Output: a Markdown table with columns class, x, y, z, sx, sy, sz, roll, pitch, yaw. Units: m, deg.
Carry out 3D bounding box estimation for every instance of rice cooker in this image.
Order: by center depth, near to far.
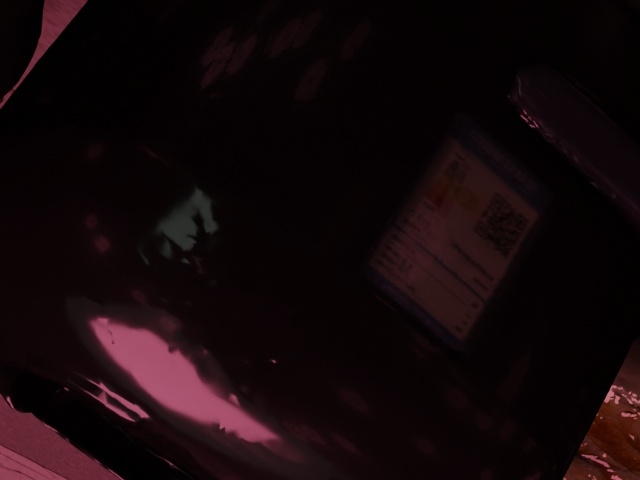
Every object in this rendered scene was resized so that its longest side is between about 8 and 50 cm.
| class | x | y | z | sx | sy | sz | roll | pitch | yaw |
| --- | --- | --- | --- | --- | --- | --- | --- | --- | --- |
| rice cooker | 0.000 | 0.000 | 0.712 | 0.267 | 0.224 | 0.267 | 28 | 162 | 10 |

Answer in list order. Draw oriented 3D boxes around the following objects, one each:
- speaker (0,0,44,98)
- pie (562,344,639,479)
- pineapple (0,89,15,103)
| class | x | y | z | sx | sy | sz | roll | pitch | yaw |
| --- | --- | --- | --- | --- | --- | --- | --- | --- | --- |
| speaker | -0.207 | -0.104 | 0.608 | 0.180 | 0.184 | 0.388 | 41 | -167 | -22 |
| pie | 0.161 | 0.114 | 1.014 | 0.240 | 0.054 | 0.240 | 29 | 160 | 12 |
| pineapple | -0.214 | -0.141 | 0.959 | 0.164 | 0.140 | 0.250 | -4 | -152 | -37 |
